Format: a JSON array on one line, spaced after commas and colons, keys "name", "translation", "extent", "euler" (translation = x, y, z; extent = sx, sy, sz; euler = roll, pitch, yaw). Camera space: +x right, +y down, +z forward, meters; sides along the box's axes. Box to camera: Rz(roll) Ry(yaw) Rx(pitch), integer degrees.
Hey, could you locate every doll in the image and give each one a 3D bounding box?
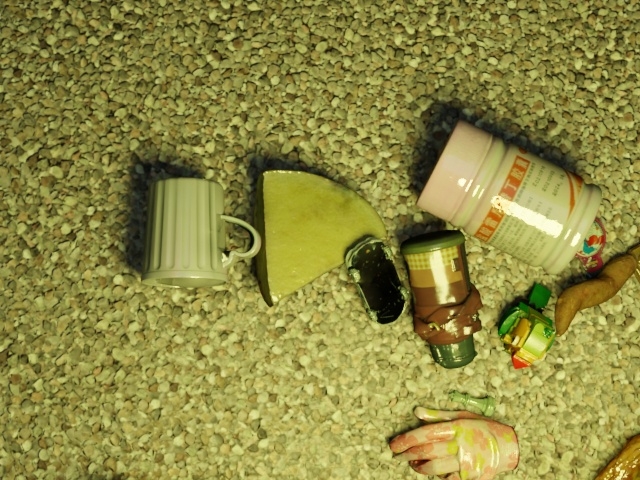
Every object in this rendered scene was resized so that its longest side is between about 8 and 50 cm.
[{"name": "doll", "translation": [0.416, 0.179, 1.657], "extent": [0.106, 0.186, 0.134], "euler": [32, 111, -1]}]

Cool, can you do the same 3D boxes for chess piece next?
[{"name": "chess piece", "translation": [0.307, 0.328, 1.697], "extent": [0.093, 0.042, 0.042], "euler": [16, 82, 5]}]

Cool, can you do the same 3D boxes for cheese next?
[{"name": "cheese", "translation": [0.565, 0.014, 1.751], "extent": [0.095, 0.038, 0.145], "euler": [-17, 98, -12]}]

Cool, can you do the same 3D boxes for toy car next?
[{"name": "toy car", "translation": [0.113, 0.085, 1.663], "extent": [0.095, 0.056, 0.205], "euler": [-35, 128, -15]}]

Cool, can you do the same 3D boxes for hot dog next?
[{"name": "hot dog", "translation": [0.643, 0.489, 1.676], "extent": [0.160, 0.099, 0.227], "euler": [43, 85, 2]}]

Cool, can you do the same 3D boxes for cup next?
[{"name": "cup", "translation": [-0.239, -0.011, 1.637], "extent": [0.221, 0.167, 0.202], "euler": [2, 80, -19]}]

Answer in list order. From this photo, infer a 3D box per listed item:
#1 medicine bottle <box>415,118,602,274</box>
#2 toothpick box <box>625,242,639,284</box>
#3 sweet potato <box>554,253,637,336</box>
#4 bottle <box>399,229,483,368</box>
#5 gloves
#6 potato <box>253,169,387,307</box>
[{"name": "medicine bottle", "translation": [0.370, -0.086, 1.655], "extent": [0.315, 0.202, 0.202], "euler": [26, 82, 5]}, {"name": "toothpick box", "translation": [0.781, 0.055, 1.631], "extent": [0.187, 0.308, 0.190], "euler": [-26, 88, -7]}, {"name": "sweet potato", "translation": [0.541, 0.108, 1.683], "extent": [0.281, 0.059, 0.067], "euler": [-25, 97, -31]}, {"name": "bottle", "translation": [0.244, 0.122, 1.656], "extent": [0.156, 0.143, 0.271], "euler": [-14, 96, -17]}, {"name": "gloves", "translation": [0.260, 0.407, 1.645], "extent": [0.241, 0.126, 0.145], "euler": [1, 88, -12]}, {"name": "potato", "translation": [0.000, 0.000, 1.674], "extent": [0.255, 0.112, 0.270], "euler": [0, 81, -16]}]
